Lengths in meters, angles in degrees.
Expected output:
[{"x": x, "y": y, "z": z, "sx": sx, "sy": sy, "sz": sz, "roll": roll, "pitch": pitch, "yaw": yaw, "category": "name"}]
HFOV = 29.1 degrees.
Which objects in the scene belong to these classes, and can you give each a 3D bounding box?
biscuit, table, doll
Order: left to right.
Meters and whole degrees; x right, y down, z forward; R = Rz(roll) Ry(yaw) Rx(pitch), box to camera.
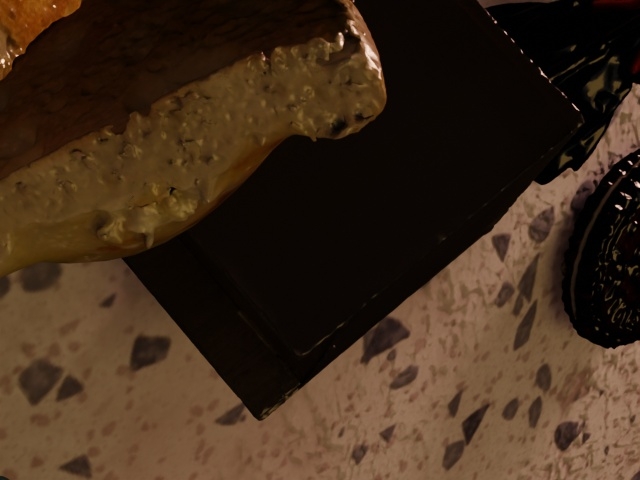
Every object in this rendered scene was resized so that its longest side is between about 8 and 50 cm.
[{"x": -0.006, "y": -0.040, "z": 0.663, "sx": 0.193, "sy": 0.172, "sz": 0.169, "roll": -39, "pitch": 172, "yaw": -18, "category": "table"}, {"x": 0.187, "y": -0.128, "z": 0.850, "sx": 0.248, "sy": 0.127, "sz": 0.088, "roll": -36, "pitch": 153, "yaw": 13, "category": "doll"}, {"x": 0.283, "y": 0.006, "z": 1.098, "sx": 0.194, "sy": 0.053, "sz": 0.195, "roll": -22, "pitch": 126, "yaw": -35, "category": "biscuit"}]

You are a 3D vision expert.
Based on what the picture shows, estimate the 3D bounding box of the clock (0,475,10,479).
[{"x": -0.238, "y": 0.184, "z": 0.587, "sx": 0.223, "sy": 0.094, "sz": 0.274, "roll": -18, "pitch": 147, "yaw": -35, "category": "clock"}]

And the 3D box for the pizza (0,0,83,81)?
[{"x": -0.155, "y": -0.097, "z": 0.588, "sx": 0.134, "sy": 0.046, "sz": 0.175, "roll": -27, "pitch": 118, "yaw": -71, "category": "pizza"}]

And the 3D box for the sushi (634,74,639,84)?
[{"x": 0.286, "y": -0.211, "z": 0.912, "sx": 0.115, "sy": 0.147, "sz": 0.213, "roll": 12, "pitch": 107, "yaw": -48, "category": "sushi"}]

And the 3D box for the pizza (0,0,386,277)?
[{"x": -0.068, "y": -0.061, "z": 0.524, "sx": 0.188, "sy": 0.204, "sz": 0.081, "roll": -27, "pitch": 124, "yaw": 9, "category": "pizza"}]
